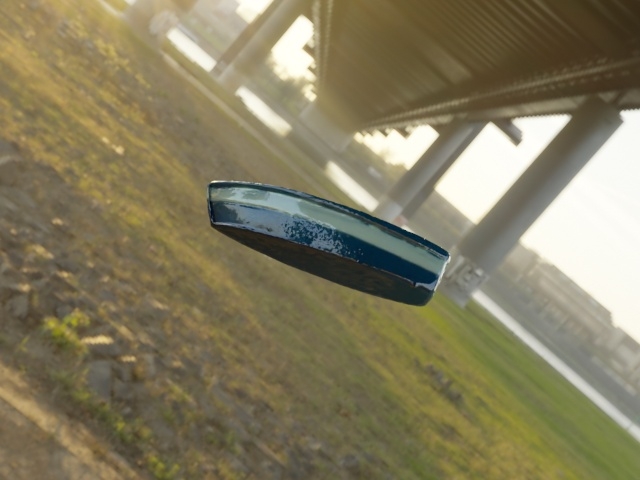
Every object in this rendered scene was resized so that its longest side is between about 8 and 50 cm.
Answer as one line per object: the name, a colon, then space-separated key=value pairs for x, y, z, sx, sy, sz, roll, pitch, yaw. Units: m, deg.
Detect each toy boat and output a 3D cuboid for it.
toy boat: x=0.000 y=0.000 z=1.062 sx=0.299 sy=0.061 sz=0.096 roll=19 pitch=-24 yaw=4
